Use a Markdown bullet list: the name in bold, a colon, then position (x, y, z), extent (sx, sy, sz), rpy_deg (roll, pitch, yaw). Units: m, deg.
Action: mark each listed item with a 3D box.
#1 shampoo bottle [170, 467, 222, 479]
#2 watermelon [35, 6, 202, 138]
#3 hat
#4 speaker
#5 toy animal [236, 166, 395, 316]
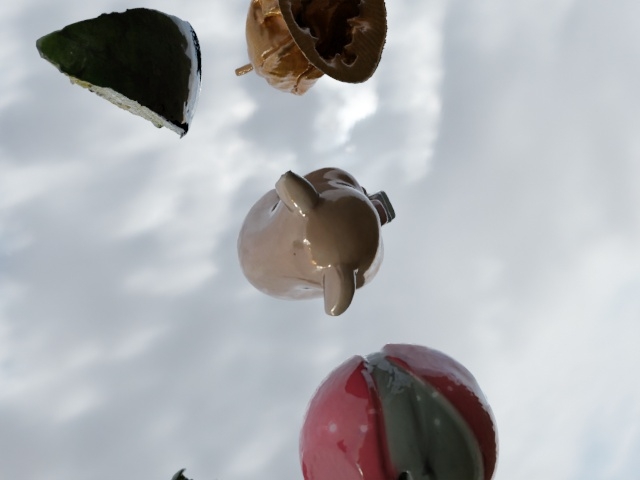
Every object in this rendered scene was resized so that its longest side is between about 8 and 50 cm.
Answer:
- **shampoo bottle**: position (-0.142, 0.440, 2.071), extent (0.087, 0.234, 0.118), rpy_deg (-43, 2, 16)
- **watermelon**: position (-0.196, -0.178, 1.464), extent (0.301, 0.129, 0.123), rpy_deg (34, -119, -80)
- **hat**: position (-0.058, -0.301, 1.992), extent (0.244, 0.233, 0.233), rpy_deg (54, -137, -8)
- **speaker**: position (0.121, 0.292, 1.956), extent (0.294, 0.294, 0.294), rpy_deg (-23, -58, -43)
- **toy animal**: position (0.003, -0.001, 1.868), extent (0.213, 0.256, 0.195), rpy_deg (-25, -90, -31)
